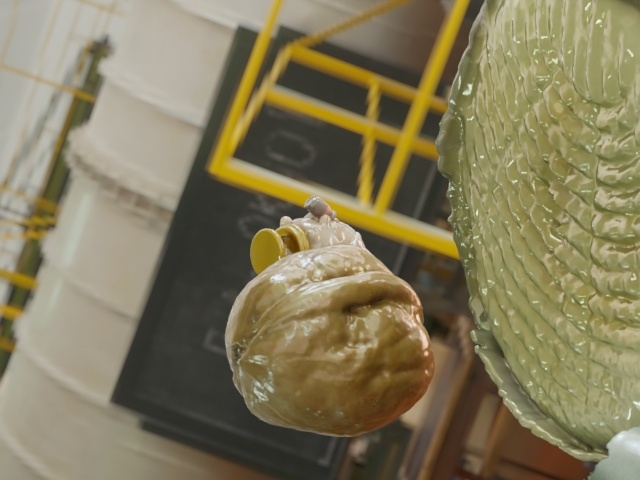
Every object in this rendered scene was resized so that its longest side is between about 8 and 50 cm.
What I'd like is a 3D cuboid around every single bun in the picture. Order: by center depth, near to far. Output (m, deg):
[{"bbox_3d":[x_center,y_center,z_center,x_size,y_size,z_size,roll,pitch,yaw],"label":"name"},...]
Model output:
[{"bbox_3d":[0.237,-0.032,1.053,0.364,0.202,0.364,174,90,-68],"label":"bun"}]

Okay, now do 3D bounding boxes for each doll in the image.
[{"bbox_3d":[0.000,0.000,1.453,0.073,0.127,0.084,10,100,49],"label":"doll"}]

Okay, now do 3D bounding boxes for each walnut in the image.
[{"bbox_3d":[0.005,0.080,1.238,0.166,0.166,0.149,-71,7,-48],"label":"walnut"}]

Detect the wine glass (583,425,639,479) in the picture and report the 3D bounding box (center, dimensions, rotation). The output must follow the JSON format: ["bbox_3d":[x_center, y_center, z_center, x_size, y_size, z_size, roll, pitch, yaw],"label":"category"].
[{"bbox_3d":[0.212,0.147,0.651,0.262,0.074,0.074,28,101,47],"label":"wine glass"}]
